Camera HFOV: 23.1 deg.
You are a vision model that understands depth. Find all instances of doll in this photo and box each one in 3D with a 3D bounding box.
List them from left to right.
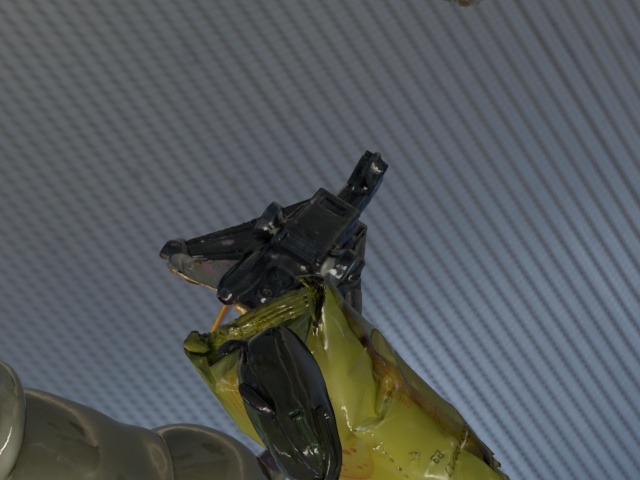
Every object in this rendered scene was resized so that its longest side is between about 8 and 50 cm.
[{"bbox_3d":[-0.212,0.264,1.531,0.370,0.215,0.226,24,137,-34],"label":"doll"}]

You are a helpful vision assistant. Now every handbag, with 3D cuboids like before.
[{"bbox_3d":[-0.018,0.102,0.939,0.047,0.111,0.072,-30,159,13],"label":"handbag"}]

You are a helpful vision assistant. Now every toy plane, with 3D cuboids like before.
[{"bbox_3d":[0.004,-0.008,1.454,0.204,0.316,0.103,33,136,6],"label":"toy plane"}]

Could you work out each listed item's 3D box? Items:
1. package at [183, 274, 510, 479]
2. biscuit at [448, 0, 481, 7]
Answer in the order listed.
[{"bbox_3d":[0.017,0.120,1.097,0.226,0.090,0.168,44,140,-19],"label":"package"},{"bbox_3d":[0.045,-0.274,1.256,0.290,0.038,0.141,48,167,19],"label":"biscuit"}]
